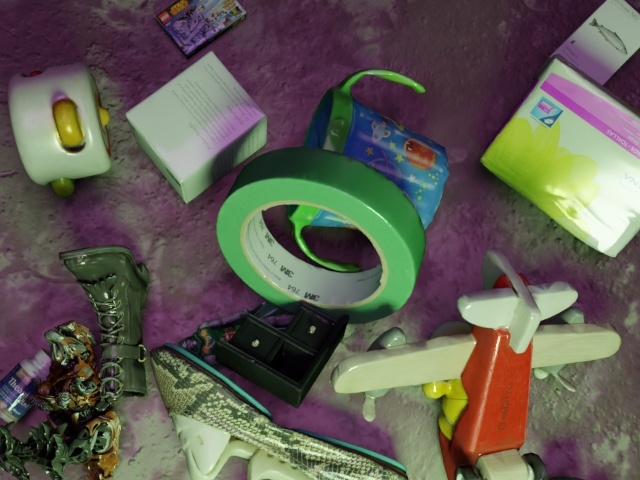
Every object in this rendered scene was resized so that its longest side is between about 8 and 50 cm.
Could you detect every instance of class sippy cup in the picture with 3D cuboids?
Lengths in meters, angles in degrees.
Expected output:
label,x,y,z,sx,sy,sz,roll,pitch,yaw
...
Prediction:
label,x,y,z,sx,sy,sz,roll,pitch,yaw
sippy cup,0.084,-0.111,1.547,0.224,0.305,0.240,18,43,-11

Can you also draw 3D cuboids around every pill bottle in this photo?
label,x,y,z,sx,sy,sz,roll,pitch,yaw
pill bottle,-0.483,0.236,1.514,0.067,0.067,0.120,42,80,5

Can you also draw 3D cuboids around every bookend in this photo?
label,x,y,z,sx,sy,sz,roll,pitch,yaw
bookend,-0.060,0.158,1.481,0.156,0.072,0.157,29,58,12

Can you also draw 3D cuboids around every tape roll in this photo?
label,x,y,z,sx,sy,sz,roll,pitch,yaw
tape roll,0.000,0.000,1.440,0.321,0.321,0.077,23,50,1

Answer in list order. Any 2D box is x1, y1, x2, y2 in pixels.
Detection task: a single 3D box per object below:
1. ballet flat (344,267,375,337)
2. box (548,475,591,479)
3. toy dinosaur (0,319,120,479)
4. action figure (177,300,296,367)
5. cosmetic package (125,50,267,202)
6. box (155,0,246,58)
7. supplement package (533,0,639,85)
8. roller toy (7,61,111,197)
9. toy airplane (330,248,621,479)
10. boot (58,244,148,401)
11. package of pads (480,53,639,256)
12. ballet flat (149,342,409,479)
label,x,y,z,sx,sy,sz,roll,pitch,yaw
ballet flat,0.067,0.122,1.577,0.052,0.057,0.168,40,80,-6
box,0.403,0.457,1.496,0.072,0.126,0.137,-4,80,-6
toy dinosaur,-0.382,0.296,1.460,0.164,0.218,0.322,-33,84,33
action figure,-0.123,0.160,1.552,0.232,0.063,0.137,-10,68,-9
cosmetic package,-0.206,-0.188,1.569,0.184,0.151,0.151,-38,83,-10
box,-0.216,-0.405,1.673,0.137,0.027,0.094,-37,85,-10
supplement package,0.491,-0.335,1.662,0.105,0.105,0.179,44,80,6
roller toy,-0.424,-0.197,1.535,0.146,0.209,0.191,-13,60,-7
toy airplane,0.251,0.187,1.466,0.384,0.272,0.386,-46,118,2
boot,-0.325,0.137,1.456,0.091,0.263,0.229,-8,72,13
package of pads,0.449,-0.139,1.580,0.296,0.101,0.229,36,113,4
ballet flat,-0.090,0.343,1.464,0.483,0.164,0.182,28,65,0
